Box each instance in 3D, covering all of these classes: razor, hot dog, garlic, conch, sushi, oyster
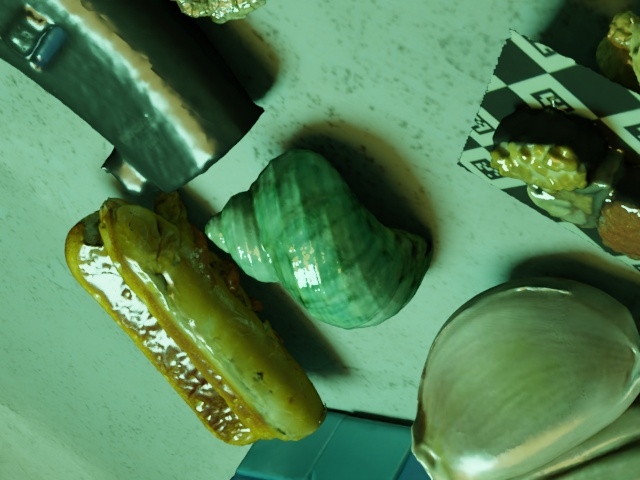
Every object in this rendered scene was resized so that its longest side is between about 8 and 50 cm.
[{"bbox_3d":[-0.205,-0.180,1.055,0.327,0.107,0.189,42,147,-15],"label":"razor"},{"bbox_3d":[-0.126,0.086,1.339,0.158,0.117,0.349,-12,124,46],"label":"hot dog"},{"bbox_3d":[0.200,0.160,1.043,0.292,0.237,0.210,-38,120,20],"label":"garlic"},{"bbox_3d":[0.001,0.004,1.108,0.188,0.122,0.176,36,173,4],"label":"conch"},{"bbox_3d":[0.228,-0.009,0.886,0.290,0.050,0.264,30,163,7],"label":"sushi"},{"bbox_3d":[-0.091,-0.204,0.987,0.083,0.038,0.081,4,135,42],"label":"oyster"}]

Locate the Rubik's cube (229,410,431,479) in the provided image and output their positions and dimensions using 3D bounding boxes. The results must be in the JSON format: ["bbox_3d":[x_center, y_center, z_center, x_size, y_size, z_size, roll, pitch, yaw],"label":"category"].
[{"bbox_3d":[0.065,0.436,1.418,0.344,0.347,0.347,4,138,38],"label":"Rubik's cube"}]

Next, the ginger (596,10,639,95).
[{"bbox_3d":[0.262,-0.102,0.758,0.205,0.081,0.115,22,151,22],"label":"ginger"}]
